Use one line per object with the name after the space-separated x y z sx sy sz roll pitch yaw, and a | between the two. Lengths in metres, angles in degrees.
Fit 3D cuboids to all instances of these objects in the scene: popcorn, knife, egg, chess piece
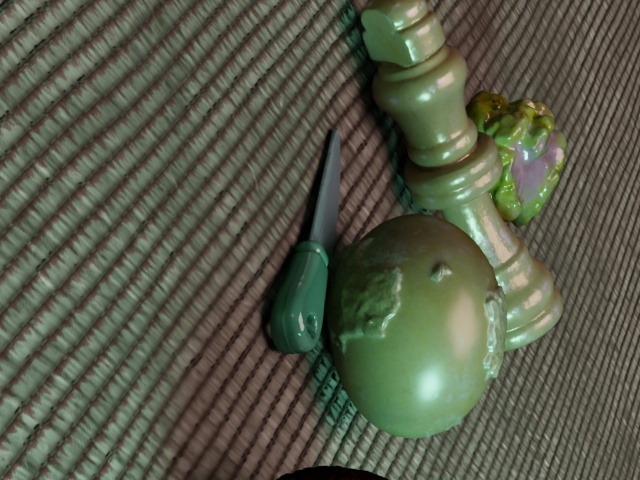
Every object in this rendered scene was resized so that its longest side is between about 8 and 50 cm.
0.198 -0.086 1.775 0.125 0.126 0.145 -50 156 -39 | popcorn
0.000 0.001 1.457 0.260 0.035 0.063 -74 149 -45 | knife
0.083 0.075 1.457 0.164 0.164 0.201 24 64 -60 | egg
0.136 -0.076 1.658 0.397 0.117 0.117 67 30 -25 | chess piece

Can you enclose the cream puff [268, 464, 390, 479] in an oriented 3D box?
0.001 0.288 1.224 0.239 0.165 0.239 27 59 -58 | cream puff
